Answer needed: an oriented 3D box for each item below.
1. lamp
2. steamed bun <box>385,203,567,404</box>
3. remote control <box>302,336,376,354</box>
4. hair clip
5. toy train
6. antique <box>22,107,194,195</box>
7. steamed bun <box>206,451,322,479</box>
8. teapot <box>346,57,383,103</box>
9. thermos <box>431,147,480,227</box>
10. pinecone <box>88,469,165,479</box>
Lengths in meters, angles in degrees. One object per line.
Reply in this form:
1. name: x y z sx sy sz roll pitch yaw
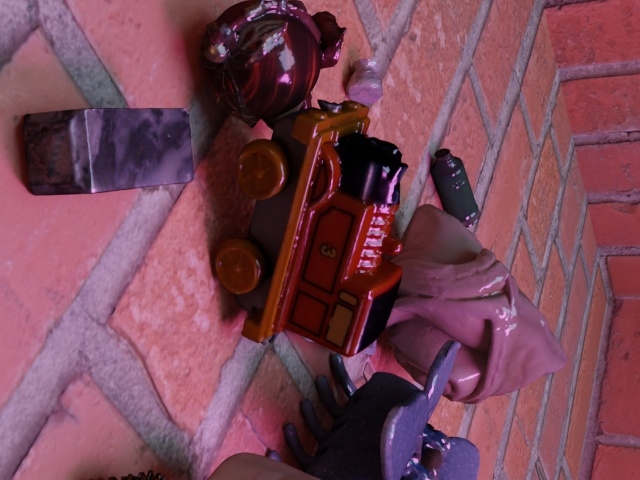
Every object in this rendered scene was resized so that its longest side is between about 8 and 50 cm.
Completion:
1. lamp: -0.065 -0.221 1.160 0.223 0.215 0.151 7 47 -31
2. steamed bun: 0.244 0.149 1.593 0.255 0.342 0.367 -41 118 1
3. remote control: 0.032 0.126 1.446 0.293 0.051 0.103 26 68 -62
4. hair clip: 0.087 0.331 1.348 0.318 0.238 0.392 -53 134 -49
5. toy train: 0.000 0.000 1.169 0.163 0.232 0.369 -31 141 -59
6. antique: -0.225 -0.096 0.938 0.183 0.088 0.086 -15 102 -60
7. steamed bun: -0.048 0.501 0.963 0.455 0.371 0.290 -62 146 -20
8. teapot: 0.077 -0.274 1.532 0.083 0.064 0.064 104 -9 -66
9. thermos: 0.289 -0.120 1.891 0.083 0.073 0.187 -63 141 -38
10. pinecone: -0.210 0.294 0.952 0.109 0.102 0.102 -33 125 -16
